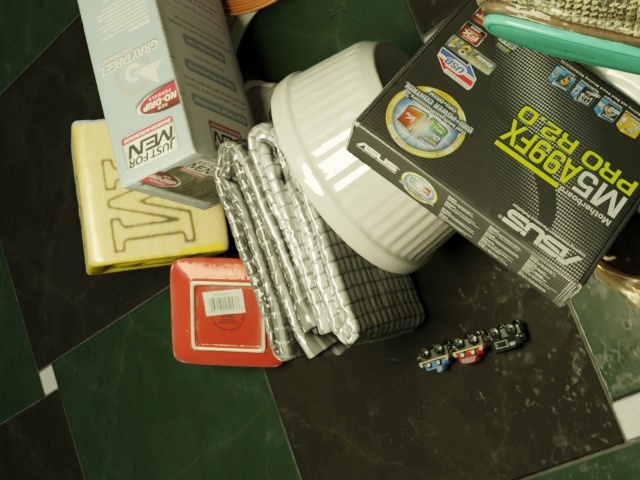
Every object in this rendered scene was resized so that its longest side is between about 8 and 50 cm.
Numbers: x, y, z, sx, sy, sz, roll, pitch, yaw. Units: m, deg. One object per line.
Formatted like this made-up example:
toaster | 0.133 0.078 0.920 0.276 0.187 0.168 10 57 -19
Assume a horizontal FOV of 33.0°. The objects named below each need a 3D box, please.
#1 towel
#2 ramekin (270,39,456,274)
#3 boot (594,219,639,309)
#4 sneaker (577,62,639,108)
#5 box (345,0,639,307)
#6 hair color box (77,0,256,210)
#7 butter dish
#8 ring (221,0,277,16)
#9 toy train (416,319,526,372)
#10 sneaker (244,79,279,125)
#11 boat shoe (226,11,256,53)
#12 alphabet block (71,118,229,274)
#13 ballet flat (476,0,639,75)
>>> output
towel | 0.000 0.000 1.306 0.121 0.235 0.283 -23 83 26
ramekin | 0.080 -0.106 1.239 0.127 0.273 0.272 -34 70 25
boot | 0.383 -0.016 1.101 0.207 0.090 0.248 -51 45 12
sneaker | 0.288 -0.203 1.148 0.258 0.094 0.091 40 113 32
box | 0.196 -0.097 1.087 0.270 0.216 0.060 38 155 9
hair color box | -0.196 -0.240 1.364 0.114 0.185 0.374 -23 73 22
butter dish | -0.124 0.087 1.526 0.160 0.118 0.159 2 109 3
ring | -0.110 -0.471 1.473 0.337 0.032 0.336 -4 81 29
toy train | 0.182 0.132 1.310 0.158 0.027 0.036 -22 89 40
sneaker | -0.059 -0.108 1.472 0.132 0.086 0.228 3 94 39
boat shoe | -0.122 -0.324 1.532 0.184 0.066 0.063 -69 23 13
alphabet block | -0.245 -0.064 1.527 0.192 0.194 0.197 152 110 -77
ballet flat | 0.382 -0.191 0.981 0.483 0.164 0.182 28 94 17
